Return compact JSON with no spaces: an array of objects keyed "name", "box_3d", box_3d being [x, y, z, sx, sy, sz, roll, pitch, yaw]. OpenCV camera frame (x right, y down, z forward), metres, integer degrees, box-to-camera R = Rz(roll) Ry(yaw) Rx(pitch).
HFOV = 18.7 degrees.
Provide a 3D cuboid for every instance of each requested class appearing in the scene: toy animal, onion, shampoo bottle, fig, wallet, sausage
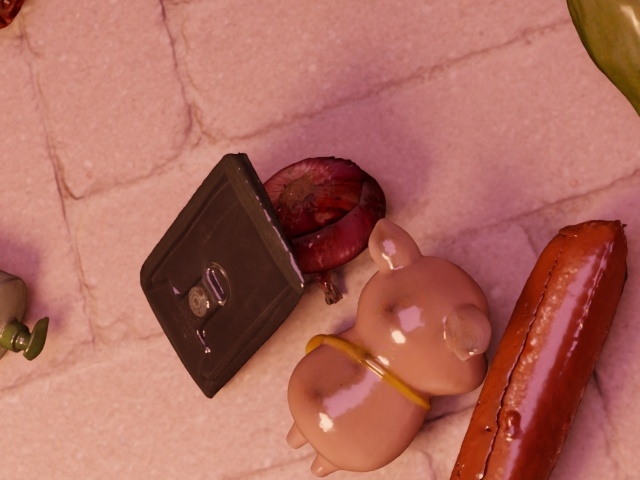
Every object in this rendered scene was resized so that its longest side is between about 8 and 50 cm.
[{"name":"toy animal","box_3d":[0.059,0.121,1.864,0.165,0.149,0.248,41,109,16]},{"name":"onion","box_3d":[0.000,0.000,1.934,0.150,0.140,0.150,-15,33,10]},{"name":"shampoo bottle","box_3d":[-0.392,0.068,2.069,0.234,0.087,0.118,24,87,22]},{"name":"fig","box_3d":[0.310,-0.218,1.816,0.167,0.167,0.234,-5,71,20]},{"name":"wallet","box_3d":[-0.099,0.036,1.910,0.169,0.052,0.245,64,144,18]},{"name":"sausage","box_3d":[0.206,0.129,1.826,0.102,0.102,0.330,22,89,22]}]

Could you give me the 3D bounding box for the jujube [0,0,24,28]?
[{"name":"jujube","box_3d":[-0.396,-0.299,2.129,0.176,0.109,0.112,35,58,30]}]
